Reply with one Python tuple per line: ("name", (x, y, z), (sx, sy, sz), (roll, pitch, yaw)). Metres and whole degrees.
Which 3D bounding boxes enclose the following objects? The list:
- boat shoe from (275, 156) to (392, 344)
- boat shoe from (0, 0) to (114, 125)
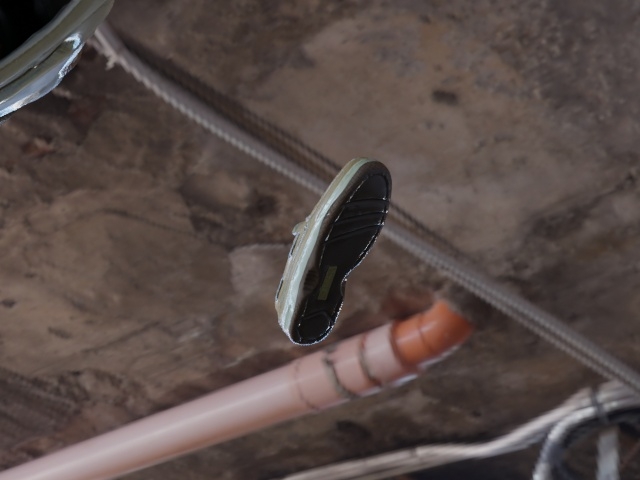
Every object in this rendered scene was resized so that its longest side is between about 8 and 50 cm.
("boat shoe", (0.000, 0.000, 1.159), (0.068, 0.190, 0.072), (11, -155, -38))
("boat shoe", (-0.177, -0.062, 0.363), (0.113, 0.103, 0.302), (61, -146, -3))
